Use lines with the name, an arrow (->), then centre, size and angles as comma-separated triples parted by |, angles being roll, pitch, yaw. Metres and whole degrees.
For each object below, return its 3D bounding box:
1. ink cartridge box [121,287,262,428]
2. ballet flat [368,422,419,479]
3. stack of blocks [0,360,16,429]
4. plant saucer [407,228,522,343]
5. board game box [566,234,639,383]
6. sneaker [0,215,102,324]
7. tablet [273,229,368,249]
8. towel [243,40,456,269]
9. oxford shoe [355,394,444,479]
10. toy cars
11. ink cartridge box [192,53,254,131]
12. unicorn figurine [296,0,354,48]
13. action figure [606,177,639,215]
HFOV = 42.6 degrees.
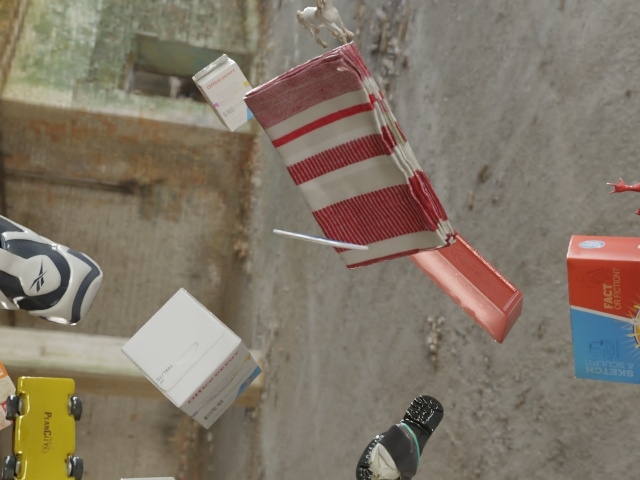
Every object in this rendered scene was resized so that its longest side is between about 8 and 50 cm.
ink cartridge box -> -0.289, 0.278, 1.895 | 0.198, 0.197, 0.270 | -46, -20, -13
ballet flat -> 0.108, 0.342, 1.246 | 0.203, 0.074, 0.074 | 86, -177, -57
stack of blocks -> -0.693, 0.238, 1.508 | 0.087, 0.171, 0.297 | -26, 92, 36
plant saucer -> 0.307, 0.074, 1.668 | 0.048, 0.258, 0.259 | -49, -11, 21
board game box -> 0.537, 0.112, 1.218 | 0.064, 0.316, 0.242 | -56, -40, -48
sneaker -> -0.337, 0.011, 0.772 | 0.153, 0.235, 0.094 | 38, -106, -54
tablet -> 0.000, 0.000, 0.812 | 0.083, 0.054, 0.006 | 12, 93, 35
towel -> 0.038, -0.109, 1.223 | 0.237, 0.329, 0.037 | -15, 21, 47
oxford shoe -> 0.141, 0.383, 1.485 | 0.083, 0.227, 0.096 | 39, 138, 21
toy cars -> -0.310, 0.354, 1.120 | 0.176, 0.393, 0.087 | -37, -18, -46
ink cartridge box -> -0.205, -0.327, 1.780 | 0.143, 0.092, 0.090 | 58, 174, -30
unicorn figurine -> 0.012, -0.401, 1.471 | 0.162, 0.111, 0.060 | -8, 46, 43
action figure -> 0.653, -0.032, 1.609 | 0.139, 0.091, 0.280 | -5, 92, 37
